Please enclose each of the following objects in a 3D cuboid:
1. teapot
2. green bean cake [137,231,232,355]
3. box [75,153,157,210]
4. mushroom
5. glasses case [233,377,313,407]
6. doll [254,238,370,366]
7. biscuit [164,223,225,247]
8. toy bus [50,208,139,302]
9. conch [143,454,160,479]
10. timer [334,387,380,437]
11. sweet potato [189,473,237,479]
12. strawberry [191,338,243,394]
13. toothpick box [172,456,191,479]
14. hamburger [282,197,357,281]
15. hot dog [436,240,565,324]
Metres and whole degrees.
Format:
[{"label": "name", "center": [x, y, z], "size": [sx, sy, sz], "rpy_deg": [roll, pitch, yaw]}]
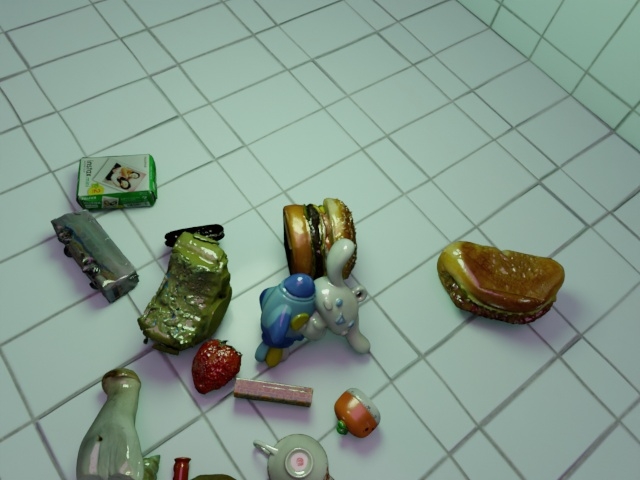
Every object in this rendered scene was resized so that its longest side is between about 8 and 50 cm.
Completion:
[{"label": "teapot", "center": [-0.071, 0.593, 1.375], "size": [0.246, 0.116, 0.159], "rpy_deg": [29, 72, 16]}, {"label": "green bean cake", "center": [-0.370, 0.164, 1.470], "size": [0.202, 0.285, 0.309], "rpy_deg": [23, 64, 0]}, {"label": "box", "center": [-0.681, -0.194, 1.735], "size": [0.250, 0.103, 0.180], "rpy_deg": [-5, 61, -11]}, {"label": "mushroom", "center": [-0.521, 0.480, 1.327], "size": [0.159, 0.122, 0.328], "rpy_deg": [8, 36, -15]}, {"label": "glasses case", "center": [-0.134, 0.434, 1.463], "size": [0.219, 0.075, 0.049], "rpy_deg": [9, 62, -3]}, {"label": "doll", "center": [-0.034, 0.210, 1.472], "size": [0.366, 0.187, 0.375], "rpy_deg": [-17, 100, -7]}, {"label": "biscuit", "center": [-0.398, -0.015, 1.635], "size": [0.195, 0.194, 0.053], "rpy_deg": [-9, 98, -12]}, {"label": "toy bus", "center": [-0.700, 0.038, 1.599], "size": [0.138, 0.112, 0.317], "rpy_deg": [-34, 71, -28]}, {"label": "conch", "center": [-0.475, 0.633, 1.294], "size": [0.116, 0.106, 0.172], "rpy_deg": [-13, 60, 6]}, {"label": "timer", "center": [0.093, 0.493, 1.446], "size": [0.136, 0.099, 0.136], "rpy_deg": [1, 49, -1]}, {"label": "sweet potato", "center": [-0.320, 0.650, 1.277], "size": [0.310, 0.124, 0.098], "rpy_deg": [-20, 40, -15]}, {"label": "strawberry", "center": [-0.302, 0.353, 1.462], "size": [0.131, 0.131, 0.148], "rpy_deg": [39, 55, 14]}, {"label": "toothpick box", "center": [-0.364, 0.611, 1.349], "size": [0.047, 0.047, 0.083], "rpy_deg": [1, 59, -7]}, {"label": "hamburger", "center": [0.000, 0.000, 1.619], "size": [0.225, 0.291, 0.290], "rpy_deg": [-6, 62, -6]}, {"label": "hot dog", "center": [0.576, 0.150, 1.656], "size": [0.406, 0.185, 0.223], "rpy_deg": [11, 58, -2]}]
